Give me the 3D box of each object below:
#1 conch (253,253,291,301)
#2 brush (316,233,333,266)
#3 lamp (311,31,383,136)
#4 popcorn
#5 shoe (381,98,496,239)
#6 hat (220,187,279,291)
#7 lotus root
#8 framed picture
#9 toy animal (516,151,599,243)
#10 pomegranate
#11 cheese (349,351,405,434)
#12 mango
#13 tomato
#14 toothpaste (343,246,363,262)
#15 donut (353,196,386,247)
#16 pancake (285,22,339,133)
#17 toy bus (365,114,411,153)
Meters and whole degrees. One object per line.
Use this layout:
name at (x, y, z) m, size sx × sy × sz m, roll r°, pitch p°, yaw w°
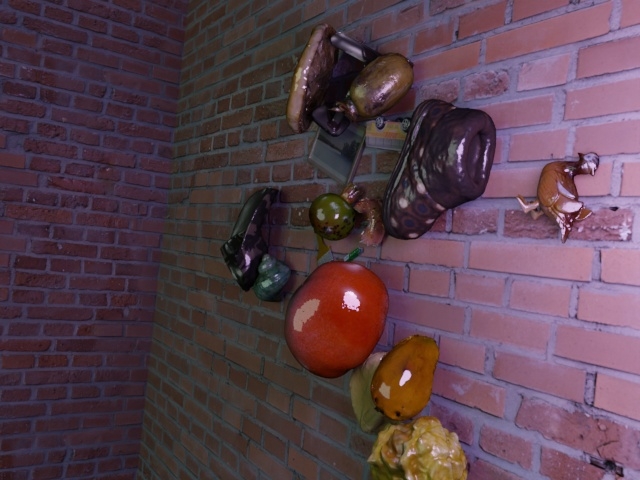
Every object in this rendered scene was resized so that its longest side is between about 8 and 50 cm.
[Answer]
conch at (-0.187, 0.148, 2.207) m, size 0.176 × 0.122 × 0.188 m, roll -120°, pitch 47°, yaw -72°
brush at (0.000, 0.000, 2.051) m, size 0.083 × 0.011 × 0.205 m, roll -45°, pitch 49°, yaw 44°
lamp at (0.058, -0.497, 1.858) m, size 0.203 × 0.124 × 0.283 m, roll 38°, pitch 121°, yaw 4°
popcorn at (0.230, 0.554, 1.418) m, size 0.249 × 0.225 × 0.249 m, roll 23°, pitch 124°, yaw 38°
shoe at (0.306, -0.154, 1.488) m, size 0.237 × 0.171 × 0.383 m, roll 36°, pitch 114°, yaw 49°
hat at (-0.248, -0.008, 2.334) m, size 0.382 × 0.257 × 0.366 m, roll -45°, pitch 19°, yaw -6°
lotus root at (0.156, -0.437, 1.728) m, size 0.278 × 0.154 × 0.154 m, roll -38°, pitch 47°, yaw 7°
framed picture at (0.056, -0.324, 2.018) m, size 0.289 × 0.016 × 0.213 m, roll 43°, pitch 120°, yaw 50°
toy animal at (0.522, -0.091, 1.239) m, size 0.179 × 0.089 × 0.188 m, roll -32°, pitch 54°, yaw 35°
pomegranate at (0.054, -0.094, 1.881) m, size 0.205 × 0.159 × 0.159 m, roll -50°, pitch 40°, yaw 4°
cheese at (0.160, 0.428, 1.655) m, size 0.226 × 0.117 × 0.213 m, roll -56°, pitch 36°, yaw 41°
mango at (0.223, 0.341, 1.490) m, size 0.156 × 0.248 × 0.151 m, roll 29°, pitch 140°, yaw 19°
tomato at (0.034, 0.216, 1.695) m, size 0.341 × 0.273 × 0.341 m, roll -54°, pitch 12°, yaw 17°
toothpaste at (0.106, 0.046, 1.877) m, size 0.083 × 0.020 × 0.017 m, roll -40°, pitch 51°, yaw 46°
donut at (0.158, -0.069, 1.782) m, size 0.117 × 0.065 × 0.166 m, roll -48°, pitch 49°, yaw 42°
pancake at (-0.026, -0.529, 1.934) m, size 0.387 × 0.082 × 0.386 m, roll 22°, pitch -90°, yaw -83°
toy bus at (0.234, -0.303, 1.690) m, size 0.268 × 0.092 × 0.106 m, roll 22°, pitch 111°, yaw 55°
